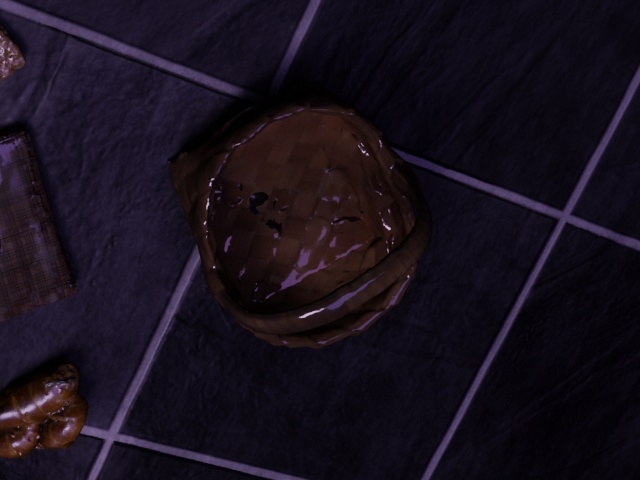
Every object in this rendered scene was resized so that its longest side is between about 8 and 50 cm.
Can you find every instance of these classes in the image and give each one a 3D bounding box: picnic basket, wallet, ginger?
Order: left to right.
[{"bbox_3d":[-0.380,-0.016,1.810,0.124,0.042,0.230,-21,121,-16],"label":"wallet"},{"bbox_3d":[-0.368,0.227,1.915,0.162,0.073,0.103,-24,105,4],"label":"ginger"},{"bbox_3d":[0.000,0.000,1.819,0.293,0.337,0.337,-31,122,-7],"label":"picnic basket"}]

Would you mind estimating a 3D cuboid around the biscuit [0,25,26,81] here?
[{"bbox_3d":[-0.445,-0.254,1.680,0.131,0.025,0.231,-35,122,-5],"label":"biscuit"}]
